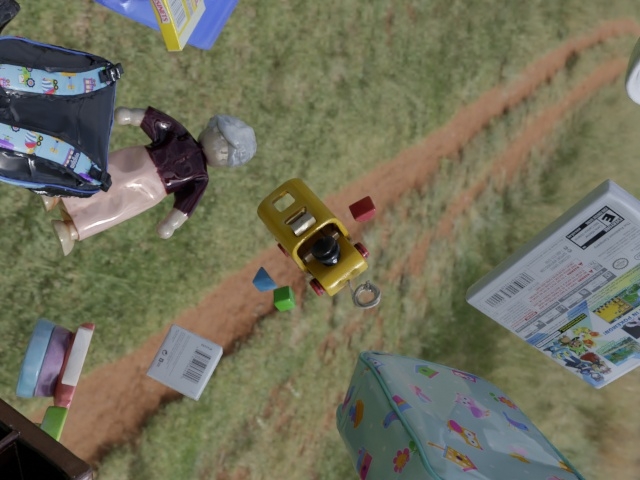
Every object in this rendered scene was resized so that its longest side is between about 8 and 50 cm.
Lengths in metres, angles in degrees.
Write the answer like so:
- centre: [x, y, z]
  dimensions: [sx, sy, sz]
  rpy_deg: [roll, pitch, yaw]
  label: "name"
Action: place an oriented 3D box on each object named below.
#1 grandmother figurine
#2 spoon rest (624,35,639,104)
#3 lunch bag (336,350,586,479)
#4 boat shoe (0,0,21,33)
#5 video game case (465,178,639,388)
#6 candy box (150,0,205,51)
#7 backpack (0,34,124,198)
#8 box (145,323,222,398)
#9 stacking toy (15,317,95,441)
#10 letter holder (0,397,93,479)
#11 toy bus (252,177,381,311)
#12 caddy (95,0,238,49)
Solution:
- centre: [-0.256, -0.110, 1.345]
  dimensions: [0.342, 0.104, 0.207]
  rpy_deg: [-23, 106, -19]
  label: "grandmother figurine"
- centre: [0.342, -0.142, 0.636]
  dimensions: [0.084, 0.276, 0.137]
  rpy_deg: [70, -27, 22]
  label: "spoon rest"
- centre: [0.150, 0.233, 0.933]
  dimensions: [0.108, 0.224, 0.279]
  rpy_deg: [-67, -157, 15]
  label: "lunch bag"
- centre: [-0.434, -0.246, 1.086]
  dimensions: [0.068, 0.228, 0.081]
  rpy_deg: [46, 52, -10]
  label: "boat shoe"
- centre: [0.450, 0.084, 1.403]
  dimensions: [0.329, 0.300, 0.036]
  rpy_deg: [-46, -164, 41]
  label: "video game case"
- centre: [-0.196, -0.351, 1.095]
  dimensions: [0.105, 0.027, 0.206]
  rpy_deg: [-76, 159, -44]
  label: "candy box"
- centre: [-0.304, -0.127, 0.898]
  dimensions: [0.173, 0.117, 0.158]
  rpy_deg: [4, 91, -54]
  label: "backpack"
- centre: [-0.238, 0.215, 1.547]
  dimensions: [0.101, 0.102, 0.087]
  rpy_deg: [-63, 179, -14]
  label: "box"
- centre: [-0.452, 0.253, 1.346]
  dimensions: [0.279, 0.130, 0.309]
  rpy_deg: [137, -32, -67]
  label: "stacking toy"
- centre: [-0.314, 0.309, 0.746]
  dimensions: [0.214, 0.152, 0.301]
  rpy_deg: [-40, 150, -41]
  label: "letter holder"
- centre: [-0.010, -0.003, 1.302]
  dimensions: [0.104, 0.202, 0.191]
  rpy_deg: [54, 39, -49]
  label: "toy bus"
- centre: [-0.251, -0.422, 1.274]
  dimensions: [0.341, 0.241, 0.179]
  rpy_deg: [12, 111, -53]
  label: "caddy"
